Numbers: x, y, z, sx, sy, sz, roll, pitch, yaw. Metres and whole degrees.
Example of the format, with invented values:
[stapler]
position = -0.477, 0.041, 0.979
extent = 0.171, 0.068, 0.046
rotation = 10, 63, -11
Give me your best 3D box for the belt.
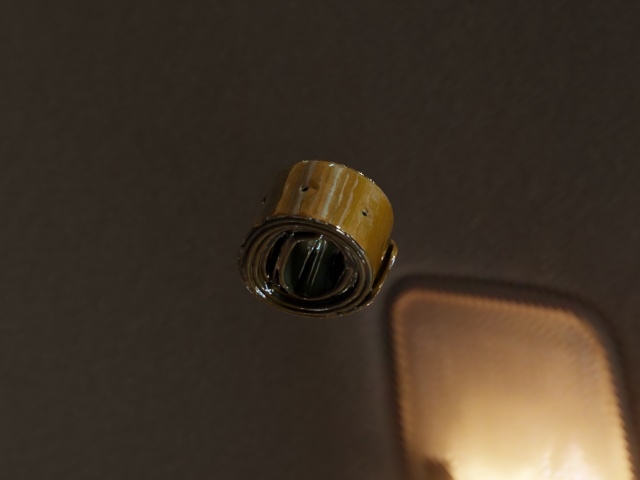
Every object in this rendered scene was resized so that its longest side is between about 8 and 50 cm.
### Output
[belt]
position = 0.000, 0.000, 0.787
extent = 0.059, 0.036, 0.083
rotation = 22, -28, -4
